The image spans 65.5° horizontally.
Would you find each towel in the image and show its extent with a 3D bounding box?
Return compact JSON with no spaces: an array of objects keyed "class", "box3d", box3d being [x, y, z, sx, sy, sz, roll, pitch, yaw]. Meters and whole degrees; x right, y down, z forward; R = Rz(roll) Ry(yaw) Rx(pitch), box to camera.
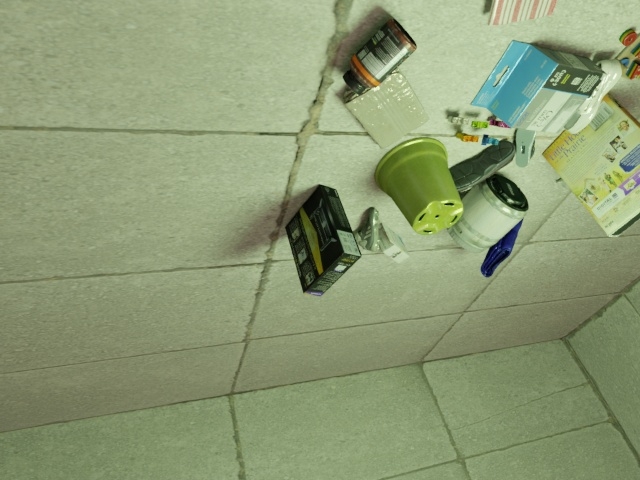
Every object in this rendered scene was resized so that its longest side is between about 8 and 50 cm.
[{"class":"towel","box3d":[0.776,-0.013,2.132,0.076,0.308,0.227,29,145,8]},{"class":"towel","box3d":[0.202,-0.400,1.511,0.187,0.049,0.282,-30,145,18]},{"class":"towel","box3d":[0.544,-0.650,1.313,0.197,0.029,0.144,-12,145,-5]}]

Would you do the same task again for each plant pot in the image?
[{"class":"plant pot","box3d":[0.359,-0.169,1.717,0.276,0.253,0.276,-13,144,-9]}]

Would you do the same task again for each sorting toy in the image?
[{"class":"sorting toy","box3d":[1.051,-0.594,1.647,0.275,0.046,0.132,5,139,-31]}]

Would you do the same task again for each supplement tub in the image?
[{"class":"supplement tub","box3d":[0.152,-0.482,1.326,0.198,0.106,0.106,-39,141,27]}]

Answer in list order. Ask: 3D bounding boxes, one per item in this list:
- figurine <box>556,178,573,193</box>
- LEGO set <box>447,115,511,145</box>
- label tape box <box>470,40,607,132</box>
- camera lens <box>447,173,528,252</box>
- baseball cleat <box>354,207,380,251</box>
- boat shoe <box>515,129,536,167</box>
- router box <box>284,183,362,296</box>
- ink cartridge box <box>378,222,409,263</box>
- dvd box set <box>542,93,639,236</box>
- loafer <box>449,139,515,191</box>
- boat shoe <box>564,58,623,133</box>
[{"class":"figurine","box3d":[1.132,-0.273,2.099,0.210,0.092,0.215,18,132,-31]},{"class":"LEGO set","box3d":[0.516,-0.370,1.679,0.227,0.093,0.086,1,109,-19]},{"class":"label tape box","box3d":[0.691,-0.476,1.586,0.334,0.105,0.240,0,140,-25]},{"class":"camera lens","box3d":[0.658,-0.109,1.967,0.220,0.219,0.274,5,138,-31]},{"class":"baseball cleat","box3d":[0.184,-0.039,1.970,0.110,0.072,0.205,8,126,20]},{"class":"boat shoe","box3d":[0.750,-0.363,1.812,0.083,0.065,0.183,-44,141,-44]},{"class":"router box","box3d":[0.000,0.000,1.728,0.081,0.308,0.243,13,135,-36]},{"class":"ink cartridge box","box3d":[0.288,0.012,2.058,0.062,0.104,0.181,-34,142,19]},{"class":"dvd box set","box3d":[1.015,-0.267,1.747,0.062,0.420,0.307,2,139,-32]},{"class":"loafer","box3d":[0.585,-0.252,1.845,0.303,0.109,0.095,-31,148,12]},{"class":"boat shoe","box3d":[0.892,-0.487,1.683,0.096,0.098,0.277,0,137,-15]}]
